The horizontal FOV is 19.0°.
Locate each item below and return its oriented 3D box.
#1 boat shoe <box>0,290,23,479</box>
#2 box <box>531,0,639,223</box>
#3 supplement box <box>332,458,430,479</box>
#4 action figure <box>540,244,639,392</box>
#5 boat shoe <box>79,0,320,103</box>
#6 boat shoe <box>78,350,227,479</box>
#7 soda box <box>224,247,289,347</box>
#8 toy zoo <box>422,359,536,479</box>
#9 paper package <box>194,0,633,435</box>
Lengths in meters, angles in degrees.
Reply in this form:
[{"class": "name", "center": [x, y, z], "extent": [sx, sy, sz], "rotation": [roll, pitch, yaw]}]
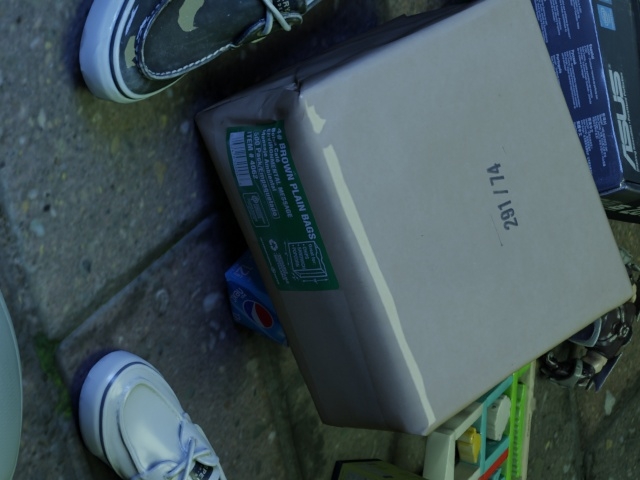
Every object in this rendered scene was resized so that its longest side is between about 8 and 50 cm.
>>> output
[{"class": "boat shoe", "center": [-0.290, 0.067, 1.441], "extent": [0.114, 0.091, 0.302], "rotation": [-77, 165, -62]}, {"class": "box", "center": [0.313, -0.217, 1.989], "extent": [0.318, 0.097, 0.395], "rotation": [7, 71, -54]}, {"class": "supplement box", "center": [0.066, 0.272, 2.028], "extent": [0.083, 0.083, 0.056], "rotation": [6, 101, -55]}, {"class": "action figure", "center": [0.320, 0.084, 2.288], "extent": [0.285, 0.099, 0.185], "rotation": [33, 71, -66]}, {"class": "boat shoe", "center": [-0.061, -0.225, 1.590], "extent": [0.335, 0.119, 0.121], "rotation": [-46, 138, -32]}, {"class": "boat shoe", "center": [-0.134, 0.205, 1.716], "extent": [0.096, 0.088, 0.267], "rotation": [-47, 139, -31]}, {"class": "soda box", "center": [0.000, 0.000, 1.818], "extent": [0.210, 0.067, 0.071], "rotation": [-48, 149, -31]}, {"class": "toy zoo", "center": [0.172, 0.262, 2.173], "extent": [0.293, 0.030, 0.192], "rotation": [-36, 133, -55]}, {"class": "paper package", "center": [0.092, -0.027, 1.728], "extent": [0.309, 0.168, 0.325], "rotation": [-29, 104, -36]}]
